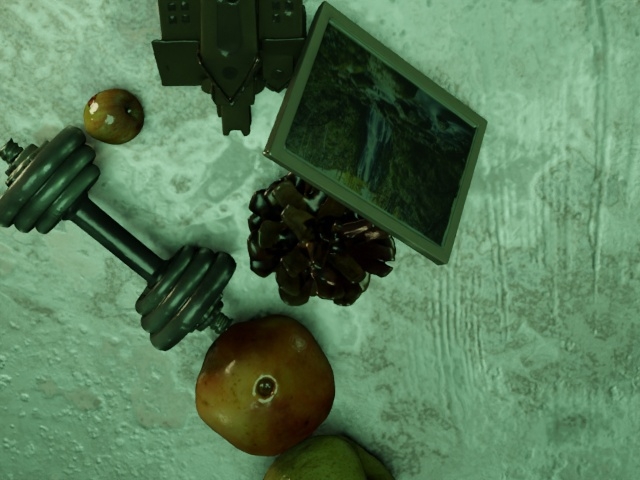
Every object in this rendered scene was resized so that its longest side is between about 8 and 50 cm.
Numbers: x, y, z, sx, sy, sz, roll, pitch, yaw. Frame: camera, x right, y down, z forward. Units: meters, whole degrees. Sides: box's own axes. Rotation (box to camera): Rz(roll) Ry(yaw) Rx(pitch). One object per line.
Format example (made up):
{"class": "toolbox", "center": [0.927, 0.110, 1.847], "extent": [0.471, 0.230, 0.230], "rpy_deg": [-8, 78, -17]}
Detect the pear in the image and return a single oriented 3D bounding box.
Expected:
{"class": "pear", "center": [0.009, 0.419, 1.473], "extent": [0.211, 0.188, 0.228], "rpy_deg": [-44, 104, 8]}

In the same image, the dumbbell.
{"class": "dumbbell", "center": [-0.290, -0.001, 1.358], "extent": [0.406, 0.179, 0.179], "rpy_deg": [41, 102, -10]}

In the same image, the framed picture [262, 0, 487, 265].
{"class": "framed picture", "center": [0.087, -0.139, 1.279], "extent": [0.324, 0.020, 0.240], "rpy_deg": [32, 67, -29]}

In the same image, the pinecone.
{"class": "pinecone", "center": [0.001, 0.001, 1.341], "extent": [0.229, 0.201, 0.202], "rpy_deg": [36, 83, -35]}

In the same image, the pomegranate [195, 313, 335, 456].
{"class": "pomegranate", "center": [-0.078, 0.214, 1.411], "extent": [0.209, 0.209, 0.209], "rpy_deg": [0, 106, 0]}

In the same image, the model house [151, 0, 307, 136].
{"class": "model house", "center": [-0.120, -0.248, 1.291], "extent": [0.211, 0.204, 0.243], "rpy_deg": [-1, 123, -2]}

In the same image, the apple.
{"class": "apple", "center": [-0.297, -0.176, 1.359], "extent": [0.071, 0.084, 0.084], "rpy_deg": [-14, 108, 33]}
